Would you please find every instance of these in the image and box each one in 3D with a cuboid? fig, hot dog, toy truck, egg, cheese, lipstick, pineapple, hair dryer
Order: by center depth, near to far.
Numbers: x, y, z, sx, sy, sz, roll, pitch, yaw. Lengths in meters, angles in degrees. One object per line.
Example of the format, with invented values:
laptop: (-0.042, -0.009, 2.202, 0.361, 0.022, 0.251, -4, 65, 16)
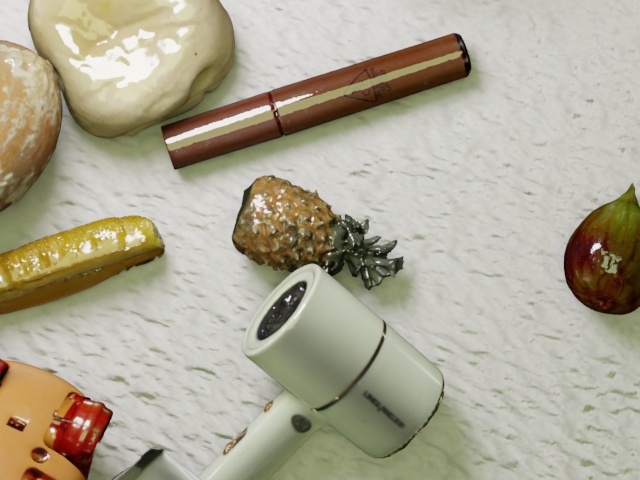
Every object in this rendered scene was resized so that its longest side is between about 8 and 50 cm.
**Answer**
egg: (-0.384, -0.120, 1.683, 0.233, 0.195, 0.195, -29, 89, 10)
toy truck: (-0.361, 0.274, 1.693, 0.189, 0.239, 0.265, 25, 47, -1)
hair dryer: (-0.055, 0.216, 1.713, 0.203, 0.128, 0.362, 41, 101, -17)
cheese: (-0.215, -0.220, 1.727, 0.235, 0.117, 0.218, 9, 90, 3)
pineapple: (0.000, 0.000, 1.734, 0.198, 0.108, 0.108, 22, 88, -6)
hot dog: (-0.317, 0.032, 1.739, 0.289, 0.083, 0.068, -16, 70, -2)
fig: (0.333, 0.005, 1.745, 0.103, 0.109, 0.154, 14, 60, 21)
lipstick: (-0.004, -0.158, 1.758, 0.357, 0.057, 0.057, -17, 89, -1)

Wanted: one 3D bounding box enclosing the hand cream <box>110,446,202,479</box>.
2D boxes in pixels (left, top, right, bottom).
hand cream: (-0.091, 0.352, 1.697, 0.336, 0.076, 0.121, 38, 111, -12)
